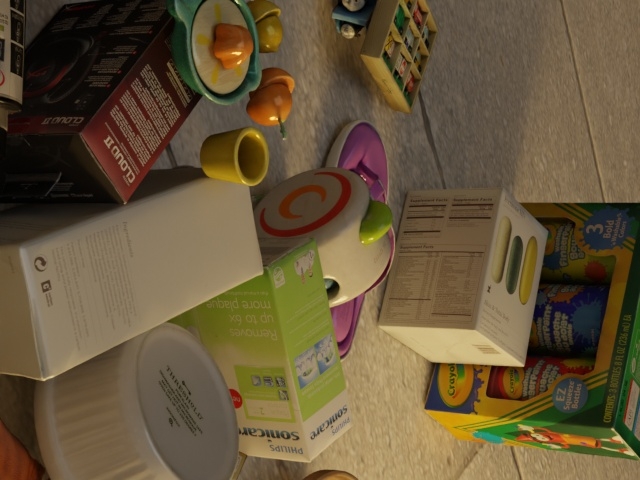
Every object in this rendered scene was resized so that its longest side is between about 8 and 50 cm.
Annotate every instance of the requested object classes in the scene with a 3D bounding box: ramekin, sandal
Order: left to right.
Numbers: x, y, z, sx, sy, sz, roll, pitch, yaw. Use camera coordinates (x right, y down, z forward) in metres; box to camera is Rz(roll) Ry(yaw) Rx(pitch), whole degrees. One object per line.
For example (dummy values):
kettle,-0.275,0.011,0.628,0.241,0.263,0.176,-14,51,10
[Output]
ramekin,-0.207,0.218,1.510,0.273,0.127,0.273,47,31,-40
sandal,0.070,0.003,2.063,0.169,0.102,0.416,30,66,-51

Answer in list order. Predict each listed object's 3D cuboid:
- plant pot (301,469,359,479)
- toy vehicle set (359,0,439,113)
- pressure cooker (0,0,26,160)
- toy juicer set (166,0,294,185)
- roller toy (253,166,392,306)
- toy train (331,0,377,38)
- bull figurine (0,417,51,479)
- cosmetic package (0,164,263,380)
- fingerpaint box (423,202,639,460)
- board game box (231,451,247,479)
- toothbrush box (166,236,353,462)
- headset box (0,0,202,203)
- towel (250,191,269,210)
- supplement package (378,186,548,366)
plant pot,-0.022,0.464,1.926,0.237,0.109,0.237,-1,92,-54
toy vehicle set,0.136,-0.334,2.119,0.267,0.035,0.166,42,65,-70
pressure cooker,-0.455,-0.167,1.111,0.369,0.375,0.421,2,89,-24
toy juicer set,-0.101,-0.245,1.461,0.209,0.089,0.329,-53,133,-42
roller toy,0.000,0.000,1.858,0.191,0.209,0.146,-34,125,-11
toy train,0.078,-0.408,2.076,0.105,0.080,0.184,89,24,-43
bull figurine,-0.389,0.262,1.393,0.188,0.101,0.310,-56,145,-33
cosmetic package,-0.269,0.024,1.495,0.385,0.217,0.156,-23,108,-50
fingerpaint box,0.431,0.153,2.340,0.163,0.371,0.445,44,56,-47
board game box,-0.216,0.356,1.627,0.165,0.042,0.243,25,61,-4
toothbrush box,-0.092,0.146,1.746,0.122,0.206,0.283,-33,117,-50
headset box,-0.275,-0.158,1.480,0.293,0.218,0.110,-61,137,-36
towel,-0.083,-0.018,1.924,0.152,0.023,0.113,-19,108,-55
supplement package,0.257,0.066,2.243,0.199,0.198,0.263,36,61,-48
